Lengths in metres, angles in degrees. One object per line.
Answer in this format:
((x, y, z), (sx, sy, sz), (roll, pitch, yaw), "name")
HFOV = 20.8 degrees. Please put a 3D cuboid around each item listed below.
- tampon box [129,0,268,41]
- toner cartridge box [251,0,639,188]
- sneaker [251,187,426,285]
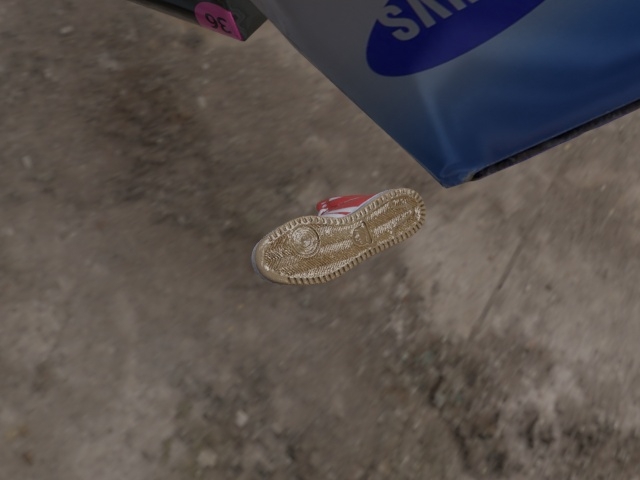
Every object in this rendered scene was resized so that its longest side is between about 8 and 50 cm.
((-0.074, -0.207, 0.918), (0.120, 0.101, 0.161), (24, 149, 37), "tampon box")
((0.143, -0.143, 0.316), (0.075, 0.165, 0.348), (42, 137, -24), "toner cartridge box")
((0.000, 0.000, 1.056), (0.067, 0.118, 0.042), (-8, 100, 60), "sneaker")
